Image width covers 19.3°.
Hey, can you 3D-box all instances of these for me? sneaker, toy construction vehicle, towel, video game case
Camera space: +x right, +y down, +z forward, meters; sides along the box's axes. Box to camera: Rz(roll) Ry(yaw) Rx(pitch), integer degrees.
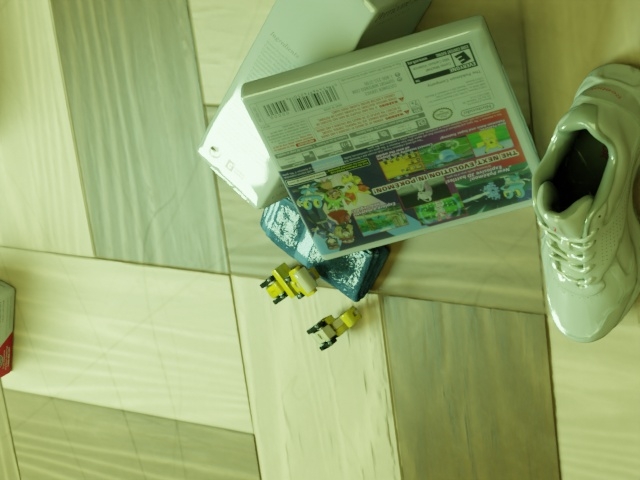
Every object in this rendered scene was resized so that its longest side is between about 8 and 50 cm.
[{"bbox_3d":[0.198,-0.017,1.462,0.090,0.115,0.232,16,119,30],"label":"sneaker"},{"bbox_3d":[-0.006,0.052,1.684,0.086,0.035,0.098,51,158,1],"label":"toy construction vehicle"},{"bbox_3d":[0.000,0.000,1.671,0.119,0.029,0.067,36,128,17],"label":"towel"},{"bbox_3d":[0.063,-0.078,1.500,0.201,0.023,0.183,-15,128,15],"label":"video game case"}]

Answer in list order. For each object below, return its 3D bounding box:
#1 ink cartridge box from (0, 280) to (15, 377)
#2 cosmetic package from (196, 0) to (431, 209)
[{"bbox_3d":[-0.386,0.110,1.921,0.063,0.150,0.109,24,123,26],"label":"ink cartridge box"},{"bbox_3d":[-0.001,-0.145,1.549,0.085,0.117,0.231,43,130,12],"label":"cosmetic package"}]
